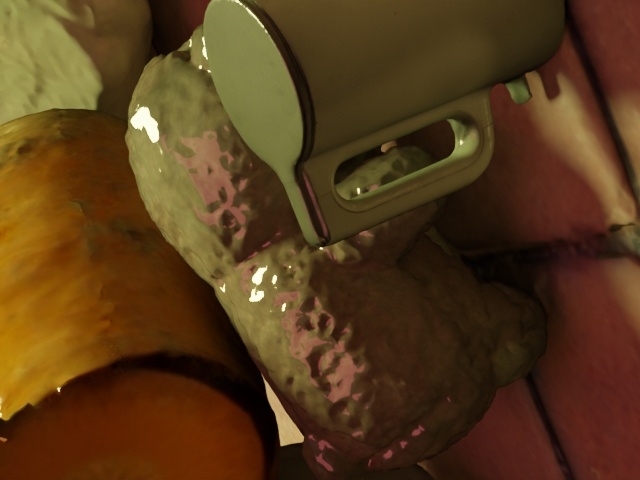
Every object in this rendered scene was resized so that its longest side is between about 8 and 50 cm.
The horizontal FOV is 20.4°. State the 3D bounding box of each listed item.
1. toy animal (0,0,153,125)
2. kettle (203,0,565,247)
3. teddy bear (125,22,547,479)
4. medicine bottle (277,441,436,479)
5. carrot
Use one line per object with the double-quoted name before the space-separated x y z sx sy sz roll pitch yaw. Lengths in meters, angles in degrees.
"toy animal" -0.220 -0.176 1.266 0.266 0.188 0.308 12 143 22
"kettle" 0.029 -0.090 0.841 0.098 0.148 0.126 41 148 40
"teddy bear" 0.000 0.001 0.985 0.267 0.151 0.236 60 154 8
"medicine bottle" 0.019 0.338 1.190 0.224 0.224 0.384 33 142 49
"carrot" -0.147 0.061 1.121 0.340 0.224 0.224 -122 19 -56
